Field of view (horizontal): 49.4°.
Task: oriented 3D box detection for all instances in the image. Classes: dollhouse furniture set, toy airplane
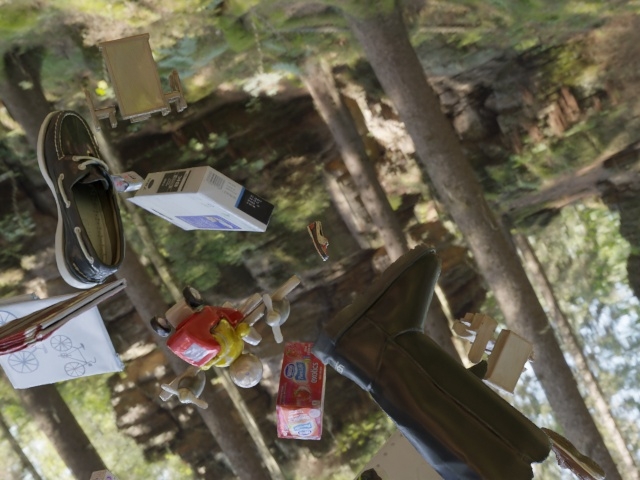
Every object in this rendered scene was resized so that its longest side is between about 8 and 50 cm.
[{"bbox_3d":[-0.427,-0.357,1.579,0.212,0.161,0.242,-17,-170,-16],"label":"dollhouse furniture set"},{"bbox_3d":[-0.240,0.268,1.832,0.384,0.272,0.386,-27,159,-32],"label":"toy airplane"},{"bbox_3d":[0.495,0.362,2.265,0.174,0.303,0.355,-62,-159,-12],"label":"dollhouse furniture set"}]

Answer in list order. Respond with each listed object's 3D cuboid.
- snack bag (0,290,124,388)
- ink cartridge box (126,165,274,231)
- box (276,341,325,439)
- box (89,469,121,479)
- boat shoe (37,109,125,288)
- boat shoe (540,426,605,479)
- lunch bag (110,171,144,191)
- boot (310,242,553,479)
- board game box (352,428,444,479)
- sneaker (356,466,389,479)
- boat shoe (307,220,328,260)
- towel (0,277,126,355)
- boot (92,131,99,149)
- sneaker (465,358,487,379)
[{"bbox_3d":[-0.763,0.276,1.973,0.343,0.323,0.037,-10,-145,0],"label":"snack bag"},{"bbox_3d":[-0.250,-0.078,1.400,0.333,0.165,0.065,1,-113,52],"label":"ink cartridge box"},{"bbox_3d":[-0.050,0.412,1.931,0.123,0.128,0.257,2,-147,3],"label":"box"},{"bbox_3d":[-0.637,0.869,2.307,0.067,0.324,0.063,-18,-143,22],"label":"box"},{"bbox_3d":[-0.370,-0.079,1.110,0.091,0.302,0.114,-22,169,36],"label":"boat shoe"},{"bbox_3d":[0.596,0.526,1.682,0.060,0.178,0.064,-57,158,17],"label":"boat shoe"},{"bbox_3d":[-0.515,-0.154,1.837,0.083,0.053,0.071,6,-167,24],"label":"lunch bag"},{"bbox_3d":[0.260,0.247,1.337,0.367,0.445,0.146,-40,158,-31],"label":"boot"},{"bbox_3d":[0.351,0.724,2.082,0.390,0.050,0.390,33,-114,32],"label":"board game box"},{"bbox_3d":[0.163,0.745,1.755,0.147,0.384,0.145,-5,-166,-13],"label":"sneaker"},{"bbox_3d":[0.000,0.000,2.146,0.043,0.137,0.049,-25,147,3],"label":"boat shoe"},{"bbox_3d":[-0.544,0.165,1.295,0.329,0.037,0.237,-20,-170,26],"label":"towel"},{"bbox_3d":[-0.794,-0.272,2.183,0.176,0.088,0.244,-20,-162,-8],"label":"boot"},{"bbox_3d":[0.412,0.410,2.038,0.170,0.089,0.051,-13,170,-2],"label":"sneaker"}]
